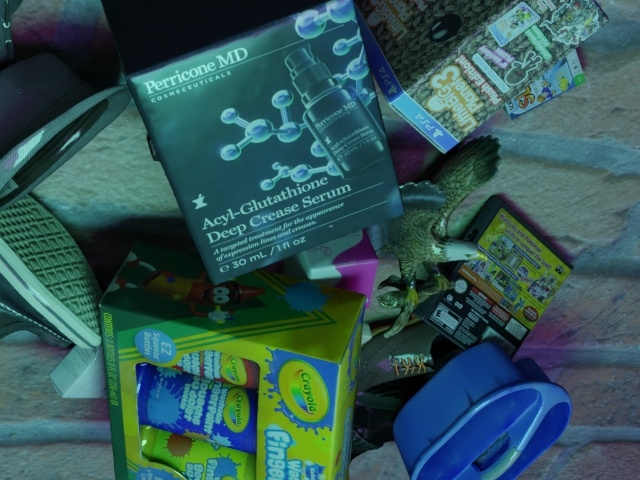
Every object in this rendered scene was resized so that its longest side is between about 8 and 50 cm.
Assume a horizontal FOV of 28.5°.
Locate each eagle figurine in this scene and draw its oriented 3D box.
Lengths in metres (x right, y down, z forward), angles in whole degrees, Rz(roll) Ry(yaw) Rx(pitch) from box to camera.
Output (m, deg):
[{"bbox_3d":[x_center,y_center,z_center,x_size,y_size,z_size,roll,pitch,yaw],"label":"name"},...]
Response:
[{"bbox_3d":[0.173,-0.025,2.036,0.225,0.226,0.298,-2,123,0],"label":"eagle figurine"}]

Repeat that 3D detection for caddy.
[{"bbox_3d":[0.294,0.349,2.281,0.241,0.179,0.341,24,117,-40],"label":"caddy"}]

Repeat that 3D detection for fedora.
[{"bbox_3d":[-0.394,-0.159,1.692,0.275,0.124,0.244,-43,-179,-8],"label":"fedora"}]

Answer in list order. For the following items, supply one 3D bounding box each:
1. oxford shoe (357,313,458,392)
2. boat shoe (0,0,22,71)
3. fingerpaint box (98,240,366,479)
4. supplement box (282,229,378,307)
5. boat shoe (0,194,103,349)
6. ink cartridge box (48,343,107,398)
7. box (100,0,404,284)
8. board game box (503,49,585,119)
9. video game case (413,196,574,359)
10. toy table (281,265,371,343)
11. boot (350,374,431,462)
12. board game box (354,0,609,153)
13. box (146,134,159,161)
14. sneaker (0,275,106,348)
[{"bbox_3d":[0.150,0.206,2.286,0.271,0.098,0.097,-30,127,-18],"label":"oxford shoe"},{"bbox_3d":[-0.415,-0.308,1.608,0.076,0.080,0.228,-18,137,-32],"label":"boat shoe"},{"bbox_3d":[-0.136,0.251,1.970,0.371,0.163,0.444,13,132,10],"label":"fingerpaint box"},{"bbox_3d":[0.000,0.000,1.977,0.111,0.220,0.114,-7,134,-16],"label":"supplement box"},{"bbox_3d":[-0.499,0.005,1.795,0.156,0.186,0.500,-33,128,19],"label":"boat shoe"},{"bbox_3d":[-0.309,0.163,2.059,0.232,0.066,0.189,-43,158,13],"label":"ink cartridge box"},{"bbox_3d":[-0.083,-0.180,1.689,0.294,0.212,0.395,-21,135,-3],"label":"box"},{"bbox_3d":[0.325,-0.292,1.962,0.136,0.035,0.201,-28,137,5],"label":"board game box"},{"bbox_3d":[0.316,0.087,2.265,0.275,0.035,0.248,36,88,-43],"label":"video game case"},{"bbox_3d":[-0.053,0.178,2.141,0.274,0.252,0.161,-5,153,-43],"label":"toy table"},{"bbox_3d":[0.106,0.377,2.457,0.348,0.131,0.260,20,116,-24],"label":"boot"},{"bbox_3d":[0.207,-0.312,1.749,0.291,0.232,0.141,-39,134,16],"label":"board game box"},{"bbox_3d":[-0.131,-0.208,1.837,0.183,0.056,0.231,7,129,-28],"label":"box"},{"bbox_3d":[-0.466,0.086,1.966,0.286,0.109,0.130,7,123,-41],"label":"sneaker"}]
